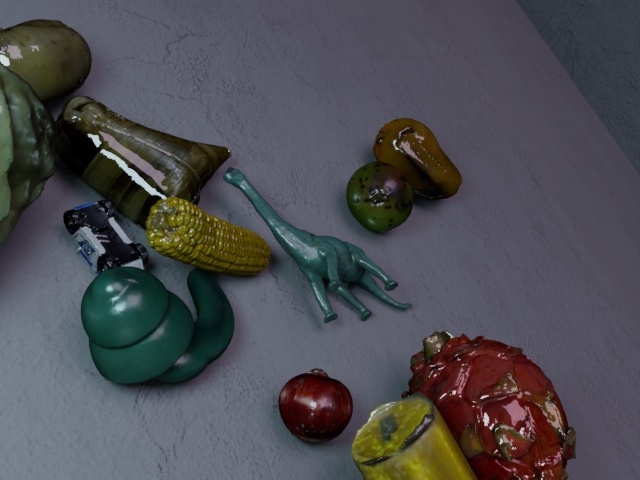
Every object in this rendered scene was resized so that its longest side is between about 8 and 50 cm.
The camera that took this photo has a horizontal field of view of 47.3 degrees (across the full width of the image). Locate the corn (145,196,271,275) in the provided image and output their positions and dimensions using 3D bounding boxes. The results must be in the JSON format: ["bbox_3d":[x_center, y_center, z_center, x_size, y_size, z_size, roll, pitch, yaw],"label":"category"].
[{"bbox_3d":[-0.183,0.007,1.274,0.313,0.102,0.102,27,37,-56],"label":"corn"}]

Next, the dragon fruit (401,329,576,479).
[{"bbox_3d":[0.293,0.313,1.301,0.277,0.277,0.343,-10,57,-41],"label":"dragon fruit"}]

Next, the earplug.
[{"bbox_3d":[-0.248,0.115,1.148,0.163,0.280,0.257,20,63,32],"label":"earplug"}]

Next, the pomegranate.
[{"bbox_3d":[0.145,-0.110,1.644,0.156,0.156,0.220,43,37,1],"label":"pomegranate"}]

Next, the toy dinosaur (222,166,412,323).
[{"bbox_3d":[0.000,0.000,1.473,0.383,0.129,0.331,13,37,-54],"label":"toy dinosaur"}]

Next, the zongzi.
[{"bbox_3d":[-0.317,-0.175,1.355,0.286,0.134,0.288,42,41,-8],"label":"zongzi"}]

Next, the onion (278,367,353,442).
[{"bbox_3d":[-0.009,0.276,1.221,0.131,0.131,0.131,20,46,-22],"label":"onion"}]

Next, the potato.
[{"bbox_3d":[-0.513,-0.317,1.311,0.165,0.165,0.262,40,40,-1],"label":"potato"}]

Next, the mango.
[{"bbox_3d":[0.240,-0.196,1.787,0.248,0.156,0.151,33,4,-12],"label":"mango"}]

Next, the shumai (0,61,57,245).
[{"bbox_3d":[-0.565,-0.071,0.995,0.395,0.395,0.348,11,71,-30],"label":"shumai"}]

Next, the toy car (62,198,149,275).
[{"bbox_3d":[-0.356,0.012,1.221,0.171,0.070,0.080,50,42,12],"label":"toy car"}]

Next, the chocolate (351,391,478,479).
[{"bbox_3d":[0.217,0.461,1.151,0.445,0.162,0.162,58,41,-10],"label":"chocolate"}]
